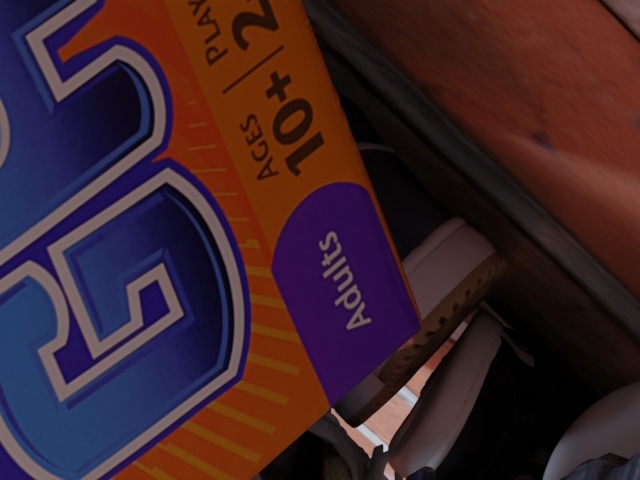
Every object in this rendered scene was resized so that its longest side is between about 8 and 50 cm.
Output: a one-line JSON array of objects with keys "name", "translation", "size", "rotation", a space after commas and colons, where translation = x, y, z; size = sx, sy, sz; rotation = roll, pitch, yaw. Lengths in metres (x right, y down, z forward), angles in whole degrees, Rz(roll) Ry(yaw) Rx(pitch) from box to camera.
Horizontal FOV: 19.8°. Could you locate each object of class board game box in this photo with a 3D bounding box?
[{"name": "board game box", "translation": [-0.249, -0.049, 0.627], "size": [0.356, 0.356, 0.356], "rotation": [23, 145, 47]}]

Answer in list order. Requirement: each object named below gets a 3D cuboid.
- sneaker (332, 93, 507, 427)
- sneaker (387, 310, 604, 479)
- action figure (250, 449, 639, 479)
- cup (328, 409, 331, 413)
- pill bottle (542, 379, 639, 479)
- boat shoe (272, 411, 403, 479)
[{"name": "sneaker", "translation": [0.000, 0.000, 0.877], "size": [0.153, 0.099, 0.282], "rotation": [43, 171, 6]}, {"name": "sneaker", "translation": [0.107, 0.095, 0.889], "size": [0.121, 0.079, 0.217], "rotation": [33, -169, 5]}, {"name": "action figure", "translation": [0.096, 0.200, 0.702], "size": [0.330, 0.178, 0.341], "rotation": [38, 146, 2]}, {"name": "cup", "translation": [-0.134, 0.043, 1.010], "size": [0.331, 0.331, 0.237], "rotation": [35, 141, 13]}, {"name": "pill bottle", "translation": [0.193, 0.162, 0.863], "size": [0.117, 0.117, 0.215], "rotation": [25, 162, 44]}, {"name": "boat shoe", "translation": [-0.033, 0.124, 0.855], "size": [0.103, 0.118, 0.320], "rotation": [15, 165, 32]}]
